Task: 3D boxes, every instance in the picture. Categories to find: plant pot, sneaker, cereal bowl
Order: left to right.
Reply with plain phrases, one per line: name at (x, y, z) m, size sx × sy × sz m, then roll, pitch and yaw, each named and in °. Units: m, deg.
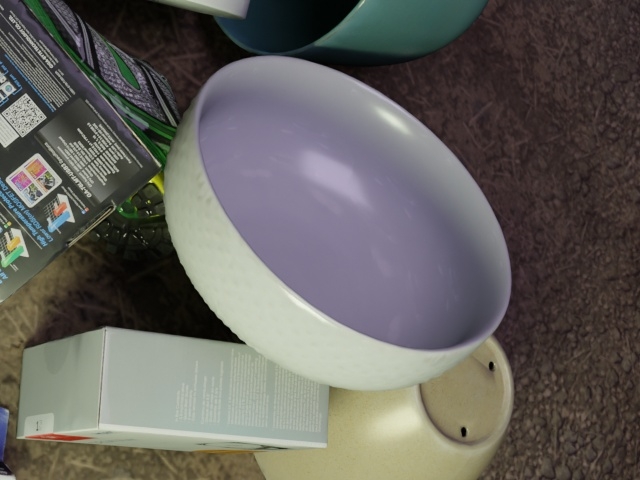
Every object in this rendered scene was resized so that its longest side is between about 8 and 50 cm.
sneaker at (-0.234, -0.144, 1.239) m, size 0.344 × 0.134 × 0.146 m, roll 53°, pitch 37°, yaw -14°
cereal bowl at (0.000, 0.000, 1.172) m, size 0.338 × 0.141 × 0.339 m, roll 25°, pitch 38°, yaw -21°
plant pot at (0.054, -0.319, 1.377) m, size 0.235 × 0.293 × 0.293 m, roll 7°, pitch 75°, yaw -46°
plant pot at (0.089, 0.157, 1.339) m, size 0.284 × 0.191 × 0.284 m, roll 9°, pitch 73°, yaw -33°

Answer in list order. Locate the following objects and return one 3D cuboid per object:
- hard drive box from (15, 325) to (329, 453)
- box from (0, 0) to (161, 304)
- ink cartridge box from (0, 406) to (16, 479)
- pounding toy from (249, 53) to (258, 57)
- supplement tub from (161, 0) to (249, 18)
hard drive box at (-0.136, 0.143, 1.190) m, size 0.232 × 0.181 × 0.089 m, roll 11°, pitch 74°, yaw -32°
box at (-0.338, -0.080, 1.091) m, size 0.293 × 0.073 × 0.295 m, roll -41°, pitch 104°, yaw -4°
ink cartridge box at (-0.372, 0.231, 1.086) m, size 0.223 × 0.045 × 0.224 m, roll 15°, pitch 71°, yaw -32°
pounding toy at (-0.061, -0.129, 1.348) m, size 0.141 × 0.130 × 0.100 m, roll -39°, pitch 109°, yaw -31°
supplement tub at (-0.131, -0.394, 1.237) m, size 0.235 × 0.235 × 0.325 m, roll 10°, pitch 97°, yaw -33°
